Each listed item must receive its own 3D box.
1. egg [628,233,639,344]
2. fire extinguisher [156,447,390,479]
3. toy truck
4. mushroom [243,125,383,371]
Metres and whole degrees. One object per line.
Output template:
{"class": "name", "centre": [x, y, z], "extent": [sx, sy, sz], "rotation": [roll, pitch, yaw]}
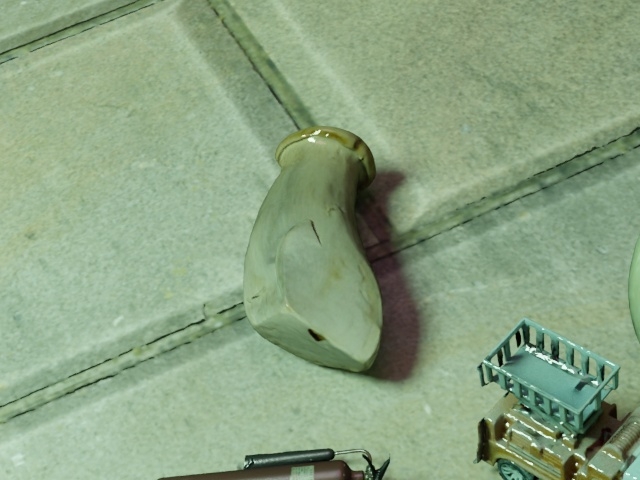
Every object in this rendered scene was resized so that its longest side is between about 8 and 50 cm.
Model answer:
{"class": "egg", "centre": [0.382, 0.029, 1.080], "extent": [0.352, 0.258, 0.258], "rotation": [1, 46, 14]}
{"class": "fire extinguisher", "centre": [-0.033, 0.173, 1.187], "extent": [0.173, 0.035, 0.049], "rotation": [-6, 7, 6]}
{"class": "toy truck", "centre": [0.195, 0.140, 1.108], "extent": [0.177, 0.115, 0.080], "rotation": [28, 57, 31]}
{"class": "mushroom", "centre": [-0.008, 0.007, 1.302], "extent": [0.108, 0.096, 0.247], "rotation": [-26, 37, 22]}
